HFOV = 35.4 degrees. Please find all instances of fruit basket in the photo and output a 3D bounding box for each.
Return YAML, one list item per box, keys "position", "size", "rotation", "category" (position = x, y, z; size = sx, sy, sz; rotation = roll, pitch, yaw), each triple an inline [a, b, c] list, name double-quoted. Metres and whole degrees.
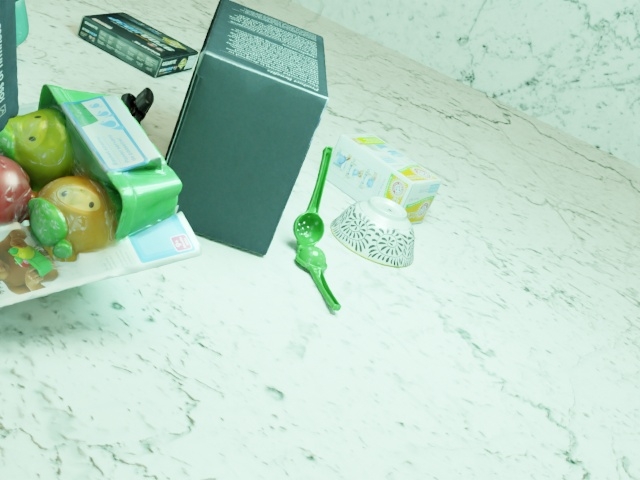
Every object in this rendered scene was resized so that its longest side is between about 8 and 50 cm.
- position: [-0.366, -0.070, 1.254]
  size: [0.353, 0.165, 0.327]
  rotation: [-11, 52, -41]
  category: "fruit basket"

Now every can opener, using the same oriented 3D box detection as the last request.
- position: [-0.354, -0.227, 1.864]
  size: [0.059, 0.073, 0.186]
  rotation: [25, 31, -17]
  category: "can opener"

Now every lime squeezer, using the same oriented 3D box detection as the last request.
- position: [0.000, 0.000, 1.669]
  size: [0.058, 0.110, 0.311]
  rotation: [27, 48, -38]
  category: "lime squeezer"

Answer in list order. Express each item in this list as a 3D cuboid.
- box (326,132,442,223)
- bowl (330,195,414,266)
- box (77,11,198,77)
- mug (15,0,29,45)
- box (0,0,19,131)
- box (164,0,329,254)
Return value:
- position: [0.126, -0.125, 2.040]
  size: [0.203, 0.103, 0.114]
  rotation: [38, 27, 30]
  category: "box"
- position: [0.110, -0.030, 1.852]
  size: [0.170, 0.080, 0.170]
  rotation: [20, 22, -9]
  category: "bowl"
- position: [-0.414, -0.449, 2.287]
  size: [0.220, 0.051, 0.175]
  rotation: [30, 24, 12]
  category: "box"
- position: [-0.635, -0.423, 1.941]
  size: [0.129, 0.097, 0.158]
  rotation: [-15, 32, -20]
  category: "mug"
- position: [-0.537, -0.212, 0.933]
  size: [0.297, 0.480, 0.472]
  rotation: [24, 47, 5]
  category: "box"
- position: [-0.136, -0.210, 1.731]
  size: [0.211, 0.294, 0.395]
  rotation: [19, 24, -10]
  category: "box"
